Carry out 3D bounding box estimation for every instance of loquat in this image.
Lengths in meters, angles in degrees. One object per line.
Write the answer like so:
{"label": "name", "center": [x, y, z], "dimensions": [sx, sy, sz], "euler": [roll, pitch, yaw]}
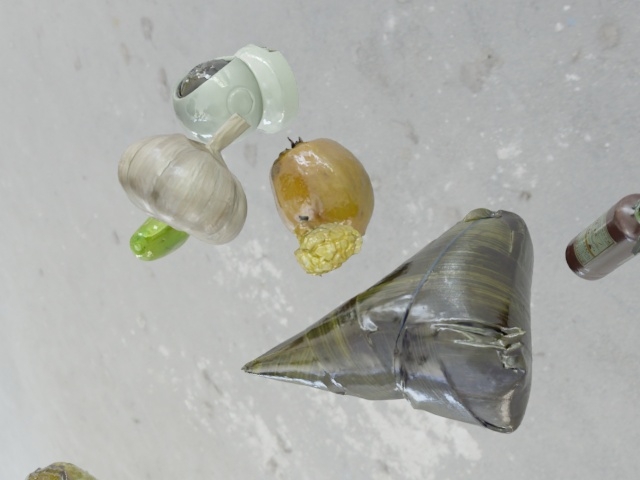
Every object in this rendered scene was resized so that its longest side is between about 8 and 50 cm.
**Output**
{"label": "loquat", "center": [-0.003, -0.090, 1.331], "dimensions": [0.187, 0.176, 0.234], "euler": [-24, 102, 38]}

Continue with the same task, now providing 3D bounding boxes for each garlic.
{"label": "garlic", "center": [-0.192, -0.115, 1.131], "dimensions": [0.219, 0.212, 0.218], "euler": [31, 173, 4]}

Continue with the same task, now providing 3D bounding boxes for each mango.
{"label": "mango", "center": [-0.361, -0.015, 1.631], "dimensions": [0.089, 0.163, 0.117], "euler": [44, 155, 16]}

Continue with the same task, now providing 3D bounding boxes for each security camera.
{"label": "security camera", "center": [-0.186, -0.286, 1.466], "dimensions": [0.194, 0.236, 0.194], "euler": [40, 144, 38]}

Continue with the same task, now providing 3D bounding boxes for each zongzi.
{"label": "zongzi", "center": [0.127, 0.096, 1.174], "dimensions": [0.433, 0.403, 0.207], "euler": [1, 128, 19]}

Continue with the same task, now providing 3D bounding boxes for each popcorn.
{"label": "popcorn", "center": [0.000, 0.000, 0.857], "dimensions": [0.084, 0.084, 0.084], "euler": [26, 128, 39]}

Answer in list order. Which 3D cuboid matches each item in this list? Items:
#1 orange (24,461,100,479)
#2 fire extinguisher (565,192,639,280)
{"label": "orange", "center": [-0.479, 0.613, 1.365], "dimensions": [0.271, 0.210, 0.368], "euler": [-44, 33, 33]}
{"label": "fire extinguisher", "center": [0.393, 0.000, 0.938], "dimensions": [0.071, 0.099, 0.231], "euler": [28, 163, 5]}
